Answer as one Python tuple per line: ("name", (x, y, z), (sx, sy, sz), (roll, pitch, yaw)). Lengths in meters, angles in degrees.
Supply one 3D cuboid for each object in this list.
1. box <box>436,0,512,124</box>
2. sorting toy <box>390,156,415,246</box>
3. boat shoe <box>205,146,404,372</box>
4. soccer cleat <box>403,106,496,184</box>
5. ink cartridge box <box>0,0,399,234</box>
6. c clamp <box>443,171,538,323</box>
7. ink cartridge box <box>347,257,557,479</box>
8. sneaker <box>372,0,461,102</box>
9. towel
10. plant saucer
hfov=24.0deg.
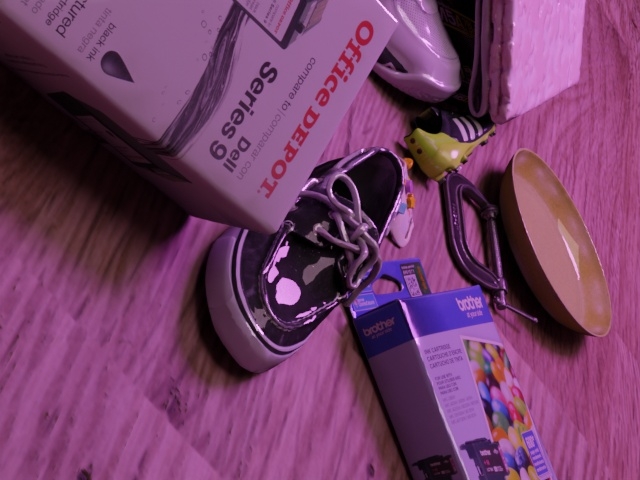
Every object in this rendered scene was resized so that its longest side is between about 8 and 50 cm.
("box", (0.161, -0.242, 1.797), (0.190, 0.045, 0.184), (14, 57, -56))
("sorting toy", (0.076, -0.036, 1.499), (0.083, 0.044, 0.075), (-68, 145, -54))
("boat shoe", (0.002, 0.003, 1.262), (0.113, 0.105, 0.306), (59, 28, -8))
("soccer cleat", (0.145, -0.122, 1.658), (0.072, 0.060, 0.179), (52, 30, -3))
("ink cartridge box", (-0.105, -0.170, 1.114), (0.289, 0.121, 0.211), (40, 74, -36))
("c clamp", (0.179, 0.004, 1.650), (0.137, 0.022, 0.161), (25, 47, -41))
("ink cartridge box", (0.129, 0.153, 1.400), (0.186, 0.065, 0.311), (-4, 68, -60))
("sneaker", (0.095, -0.333, 1.587), (0.366, 0.210, 0.137), (58, 29, -10))
("towel", (0.250, -0.320, 1.730), (0.317, 0.053, 0.332), (-31, 127, -60))
("plant saucer", (0.271, 0.008, 1.767), (0.241, 0.037, 0.241), (46, 30, -36))
